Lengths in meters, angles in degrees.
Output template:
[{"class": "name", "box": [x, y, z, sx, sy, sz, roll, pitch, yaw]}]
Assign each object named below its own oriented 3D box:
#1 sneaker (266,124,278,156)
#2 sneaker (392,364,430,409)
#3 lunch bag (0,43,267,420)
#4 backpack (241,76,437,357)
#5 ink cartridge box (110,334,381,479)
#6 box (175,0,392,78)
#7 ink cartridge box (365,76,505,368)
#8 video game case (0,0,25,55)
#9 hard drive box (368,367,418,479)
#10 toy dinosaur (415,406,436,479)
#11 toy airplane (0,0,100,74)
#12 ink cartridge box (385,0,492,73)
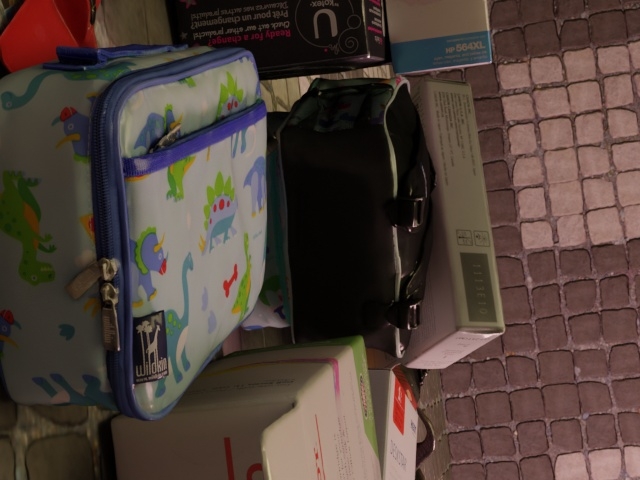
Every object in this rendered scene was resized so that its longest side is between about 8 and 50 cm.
[{"class": "sneaker", "box": [-0.070, -0.048, 0.809, 0.058, 0.084, 0.152, -79, 158, -61]}, {"class": "sneaker", "box": [0.109, 0.139, 1.391, 0.276, 0.135, 0.098, -94, 168, -68]}, {"class": "lunch bag", "box": [-0.093, -0.018, 0.570, 0.219, 0.090, 0.176, -43, 134, -70]}, {"class": "backpack", "box": [0.017, -0.034, 0.963, 0.253, 0.191, 0.225, -62, 151, -61]}, {"class": "ink cartridge box", "box": [-0.038, 0.189, 0.706, 0.353, 0.119, 0.207, -9, 92, -80]}, {"class": "box", "box": [-0.026, -0.217, 0.964, 0.247, 0.163, 0.142, -39, 122, -79]}, {"class": "ink cartridge box", "box": [0.097, 0.003, 1.145, 0.239, 0.060, 0.275, 133, -44, -60]}, {"class": "video game case", "box": [-0.178, -0.138, 0.495, 0.166, 0.015, 0.119, -70, 150, -68]}, {"class": "hard drive box", "box": [0.034, 0.259, 1.040, 0.181, 0.089, 0.232, 59, 33, -64]}, {"class": "toy dinosaur", "box": [0.105, 0.359, 1.390, 0.160, 0.121, 0.314, -115, -167, -76]}, {"class": "toy airplane", "box": [-0.135, -0.106, 0.596, 0.151, 0.028, 0.151, 3, 90, -82]}, {"class": "ink cartridge box", "box": [0.106, -0.228, 0.980, 0.092, 0.090, 0.143, -47, 131, -78]}]
